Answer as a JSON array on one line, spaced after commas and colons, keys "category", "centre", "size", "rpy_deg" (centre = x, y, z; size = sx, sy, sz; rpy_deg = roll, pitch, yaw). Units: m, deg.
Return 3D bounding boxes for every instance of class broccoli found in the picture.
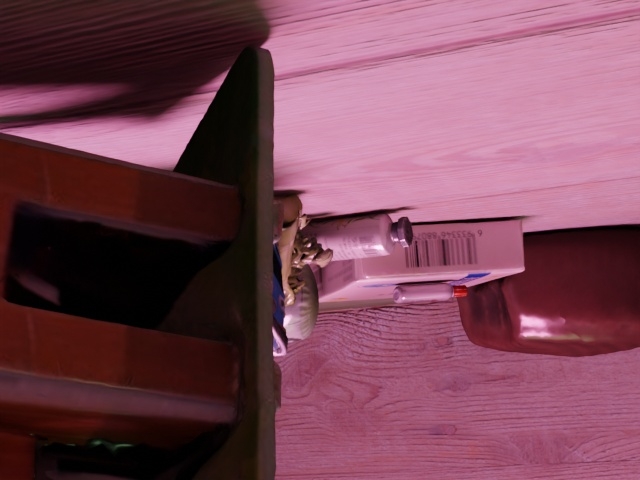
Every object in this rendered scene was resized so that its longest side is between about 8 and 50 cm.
[{"category": "broccoli", "centre": [-0.049, 0.011, 0.908], "size": [0.122, 0.118, 0.204], "rpy_deg": [26, 152, -4]}]

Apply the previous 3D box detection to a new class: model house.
[{"category": "model house", "centre": [-0.217, 0.082, 0.439], "size": [0.323, 0.300, 0.340], "rpy_deg": [11, 152, -21]}]

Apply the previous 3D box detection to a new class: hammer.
[{"category": "hammer", "centre": [-0.113, 0.060, 1.154], "size": [0.206, 0.119, 0.335], "rpy_deg": [-6, 170, 4]}]

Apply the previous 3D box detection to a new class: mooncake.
[{"category": "mooncake", "centre": [0.345, 0.081, 1.408], "size": [0.326, 0.174, 0.333], "rpy_deg": [-8, 174, 43]}]

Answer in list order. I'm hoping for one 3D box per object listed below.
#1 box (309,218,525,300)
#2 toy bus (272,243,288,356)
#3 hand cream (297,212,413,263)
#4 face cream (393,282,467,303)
[{"category": "box", "centre": [0.107, 0.033, 1.255], "size": [0.200, 0.065, 0.343], "rpy_deg": [-4, 173, -10]}, {"category": "toy bus", "centre": [-0.145, 0.031, 0.767], "size": [0.234, 0.134, 0.116], "rpy_deg": [-7, 143, 14]}, {"category": "hand cream", "centre": [0.000, 0.000, 1.014], "size": [0.194, 0.042, 0.067], "rpy_deg": [-6, 145, 25]}, {"category": "face cream", "centre": [0.127, 0.060, 1.129], "size": [0.083, 0.021, 0.040], "rpy_deg": [-3, 172, -10]}]
